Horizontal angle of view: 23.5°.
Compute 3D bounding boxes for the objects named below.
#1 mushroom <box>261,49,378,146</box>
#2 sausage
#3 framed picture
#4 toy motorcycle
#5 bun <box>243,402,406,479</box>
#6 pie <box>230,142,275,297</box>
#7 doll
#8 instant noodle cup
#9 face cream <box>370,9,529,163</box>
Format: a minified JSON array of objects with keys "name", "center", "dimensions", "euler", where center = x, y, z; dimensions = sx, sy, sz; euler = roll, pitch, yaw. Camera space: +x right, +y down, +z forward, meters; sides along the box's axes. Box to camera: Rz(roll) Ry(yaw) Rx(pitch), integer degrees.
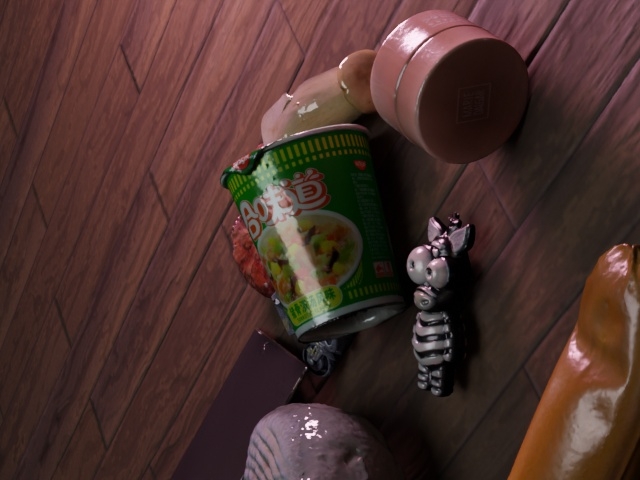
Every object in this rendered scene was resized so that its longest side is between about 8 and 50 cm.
[{"name":"mushroom","center":[0.005,-0.169,1.999],"dimensions":[0.247,0.108,0.096],"euler":[-32,93,47]},{"name":"sausage","center":[0.282,0.166,1.540],"dimensions":[0.134,0.116,0.354],"euler":[-116,38,-58]},{"name":"framed picture","center":[-0.134,0.289,2.164],"dimensions":[0.324,0.013,0.244],"euler":[-61,20,-1]},{"name":"toy motorcycle","center":[-0.006,0.085,2.054],"dimensions":[0.124,0.061,0.193],"euler":[-22,89,46]},{"name":"bun","center":[0.007,0.373,1.927],"dimensions":[0.354,0.194,0.354],"euler":[-175,90,-77]},{"name":"pie","center":[-0.060,-0.025,2.170],"dimensions":[0.204,0.054,0.218],"euler":[60,138,39]},{"name":"doll","center":[0.141,0.074,1.819],"dimensions":[0.091,0.067,0.219],"euler":[21,108,61]},{"name":"instant noodle cup","center":[0.000,0.000,1.941],"dimensions":[0.207,0.207,0.232],"euler":[-36,68,55]},{"name":"face cream","center":[0.143,-0.171,1.714],"dimensions":[0.104,0.149,0.149],"euler":[42,127,51]}]
